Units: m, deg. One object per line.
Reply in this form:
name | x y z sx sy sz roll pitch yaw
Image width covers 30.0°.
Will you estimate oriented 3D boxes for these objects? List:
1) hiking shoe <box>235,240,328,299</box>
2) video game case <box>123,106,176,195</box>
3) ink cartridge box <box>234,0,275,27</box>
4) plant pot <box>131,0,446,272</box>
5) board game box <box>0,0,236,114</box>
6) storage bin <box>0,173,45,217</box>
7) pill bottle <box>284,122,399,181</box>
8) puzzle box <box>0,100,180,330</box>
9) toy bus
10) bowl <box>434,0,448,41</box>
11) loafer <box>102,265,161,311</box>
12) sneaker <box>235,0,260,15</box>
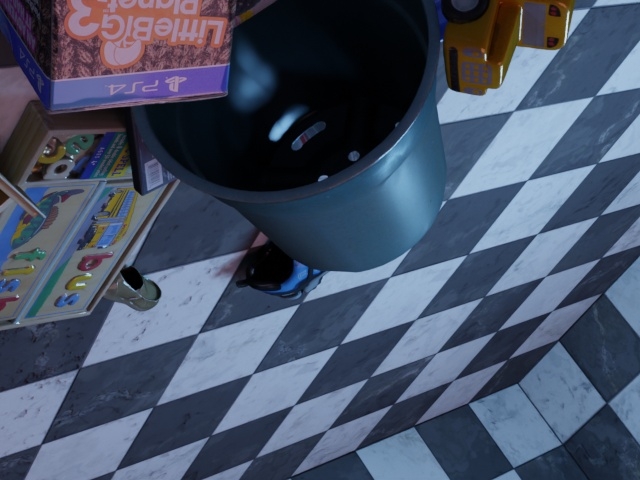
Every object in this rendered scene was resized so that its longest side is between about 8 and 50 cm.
hiking shoe | 0.000 0.000 2.010 0.304 0.113 0.132 -46 156 24
video game case | -0.124 -0.188 1.500 0.274 0.026 0.196 -30 143 -27
ink cartridge box | -0.152 -0.302 1.197 0.306 0.131 0.226 -32 156 -2
plant pot | 0.001 -0.134 1.402 0.341 0.341 0.334 -35 153 0
board game box | -0.161 -0.278 0.869 0.141 0.232 0.291 -9 128 -26
storage bin | -0.470 -0.014 1.284 0.262 0.123 0.260 -43 157 -5
pill bottle | 0.013 -0.111 1.752 0.283 0.161 0.161 -10 147 -46
puzzle box | -0.339 -0.024 1.582 0.272 0.052 0.409 -9 146 -47
toy bus | 0.219 -0.319 1.285 0.108 0.130 0.333 73 31 -67
bowl | 0.161 -0.398 1.503 0.391 0.077 0.391 -29 156 -14
loafer | -0.287 0.071 1.832 0.050 0.056 0.148 -36 158 19
sneaker | -0.087 -0.345 1.030 0.111 0.300 0.121 -5 -172 -2
